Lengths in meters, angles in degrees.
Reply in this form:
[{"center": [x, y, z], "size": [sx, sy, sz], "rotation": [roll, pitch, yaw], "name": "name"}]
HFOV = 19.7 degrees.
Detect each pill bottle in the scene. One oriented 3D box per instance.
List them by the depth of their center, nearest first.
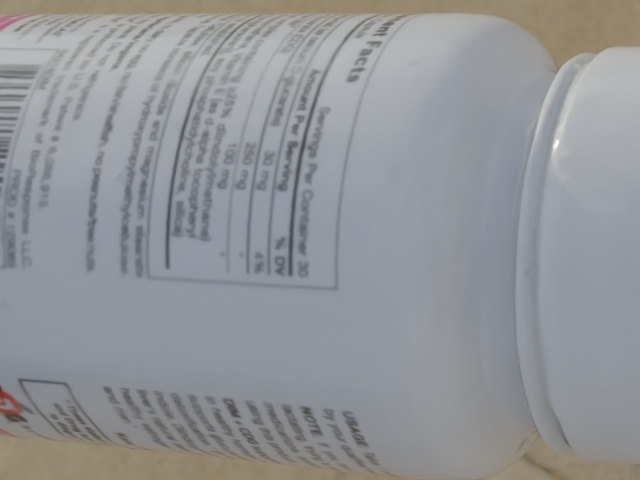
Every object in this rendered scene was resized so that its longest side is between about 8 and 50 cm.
[{"center": [0.000, 0.000, 0.646], "size": [0.283, 0.160, 0.160], "rotation": [3, 68, 24], "name": "pill bottle"}]
